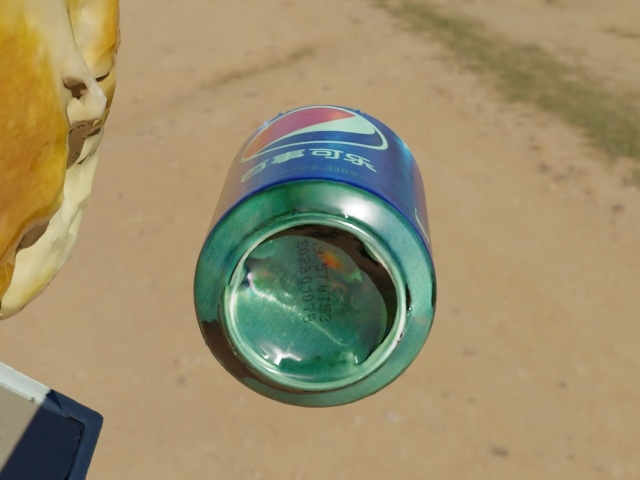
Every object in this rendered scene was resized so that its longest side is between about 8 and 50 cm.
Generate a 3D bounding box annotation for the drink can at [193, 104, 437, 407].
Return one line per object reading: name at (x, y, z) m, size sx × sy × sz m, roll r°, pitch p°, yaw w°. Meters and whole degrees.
drink can at (0.000, 0.000, 0.789) m, size 0.118 × 0.118 × 0.205 m, roll -1°, pitch 16°, yaw 2°

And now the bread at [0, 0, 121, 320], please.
bread at (-0.250, -0.089, 0.457) m, size 0.279 × 0.390 × 0.371 m, roll 29°, pitch 39°, yaw 21°

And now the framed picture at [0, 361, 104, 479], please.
framed picture at (-0.287, 0.205, 1.121) m, size 0.016 × 0.216 × 0.273 m, roll -28°, pitch 38°, yaw 47°
